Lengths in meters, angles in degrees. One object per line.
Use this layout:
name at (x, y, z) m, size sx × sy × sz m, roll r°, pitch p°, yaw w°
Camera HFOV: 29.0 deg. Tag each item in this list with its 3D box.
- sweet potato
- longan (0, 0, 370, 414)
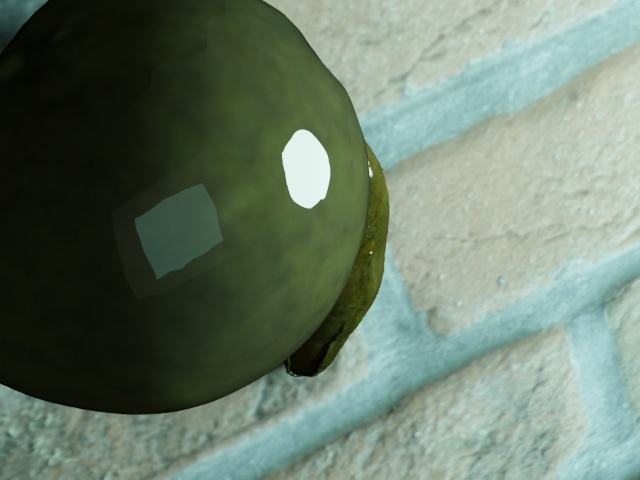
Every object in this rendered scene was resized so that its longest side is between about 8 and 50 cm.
sweet potato at (0.002, -0.004, 1.049) m, size 0.112 × 0.085 × 0.286 m, roll 10°, pitch 128°, yaw 10°
longan at (-0.124, -0.029, 0.851) m, size 0.318 × 0.319 × 0.319 m, roll -9°, pitch 119°, yaw -17°
